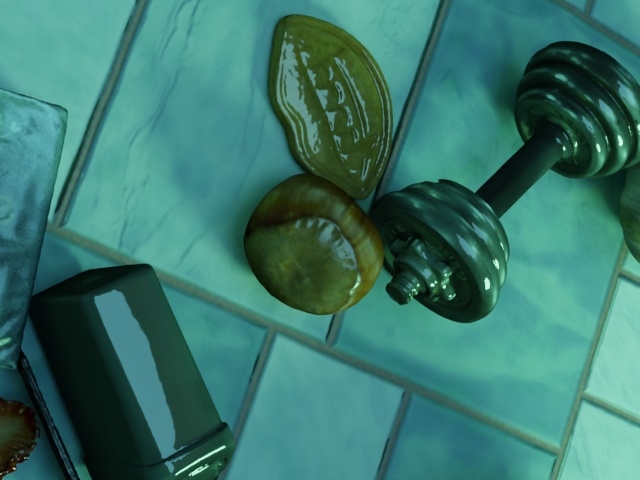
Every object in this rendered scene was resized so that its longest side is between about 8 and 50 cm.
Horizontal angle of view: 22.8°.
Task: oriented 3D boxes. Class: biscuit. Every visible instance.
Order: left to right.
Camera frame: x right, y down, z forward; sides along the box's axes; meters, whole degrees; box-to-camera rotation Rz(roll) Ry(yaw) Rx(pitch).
[{"bbox_3d":[0.015,-0.150,1.747,0.142,0.029,0.221,-27,104,-29],"label":"biscuit"}]

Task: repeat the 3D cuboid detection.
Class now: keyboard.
[{"bbox_3d":[-0.258,0.200,1.560,0.013,0.061,0.204,-24,104,-14],"label":"keyboard"}]

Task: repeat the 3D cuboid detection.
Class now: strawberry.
[{"bbox_3d":[-0.358,0.209,1.457,0.208,0.167,0.087,7,118,-33],"label":"strawberry"}]

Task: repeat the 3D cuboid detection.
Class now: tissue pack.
[{"bbox_3d":[-0.354,-0.021,1.486,0.185,0.081,0.257,14,84,-32],"label":"tissue pack"}]

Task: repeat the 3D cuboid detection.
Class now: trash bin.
[{"bbox_3d":[-0.184,0.146,1.541,0.101,0.176,0.236,-27,100,-29],"label":"trash bin"}]

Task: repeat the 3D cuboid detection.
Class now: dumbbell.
[{"bbox_3d":[0.216,-0.068,1.788,0.406,0.179,0.179,-44,112,-24],"label":"dumbbell"}]

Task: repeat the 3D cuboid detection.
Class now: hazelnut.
[{"bbox_3d":[0.000,0.000,1.679,0.150,0.150,0.150,0,91,-32],"label":"hazelnut"}]

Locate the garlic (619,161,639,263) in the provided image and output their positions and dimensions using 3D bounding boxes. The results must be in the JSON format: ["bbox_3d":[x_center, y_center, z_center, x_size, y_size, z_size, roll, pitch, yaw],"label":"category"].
[{"bbox_3d":[0.446,-0.063,1.923,0.228,0.152,0.228,5,90,-66],"label":"garlic"}]
